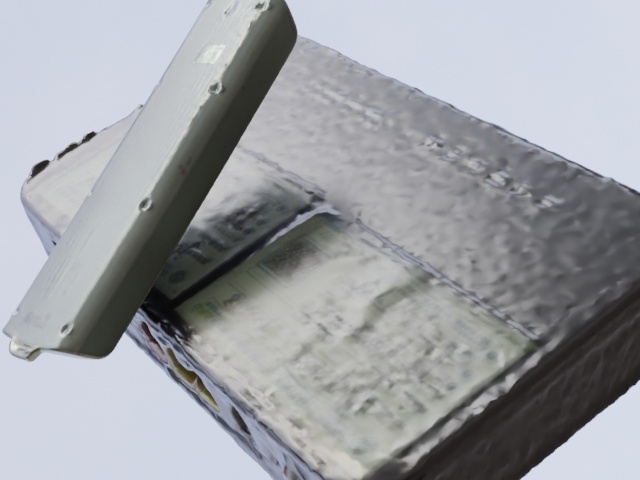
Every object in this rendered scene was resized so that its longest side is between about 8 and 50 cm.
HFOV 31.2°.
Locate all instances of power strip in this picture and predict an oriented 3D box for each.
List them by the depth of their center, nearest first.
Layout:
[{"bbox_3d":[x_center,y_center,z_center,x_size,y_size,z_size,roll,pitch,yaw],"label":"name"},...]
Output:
[{"bbox_3d":[-0.077,-0.044,0.581,0.027,0.060,0.253,46,-115,-40],"label":"power strip"}]

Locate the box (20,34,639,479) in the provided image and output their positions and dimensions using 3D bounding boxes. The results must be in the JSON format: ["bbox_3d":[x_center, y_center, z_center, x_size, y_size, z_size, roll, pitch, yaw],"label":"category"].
[{"bbox_3d":[0.000,0.000,0.601,0.211,0.350,0.058,-35,-48,-19],"label":"box"}]
